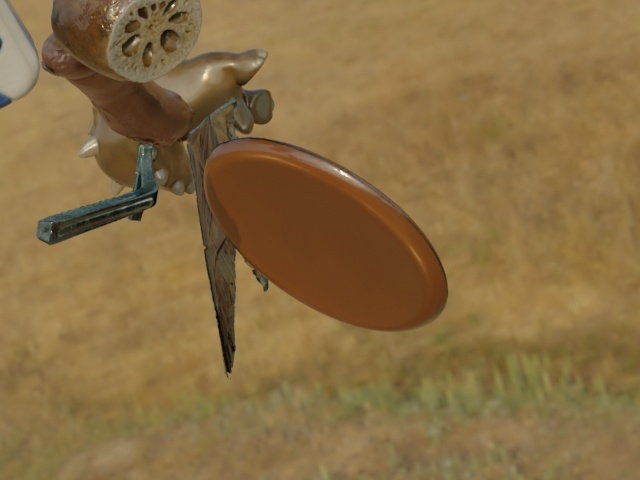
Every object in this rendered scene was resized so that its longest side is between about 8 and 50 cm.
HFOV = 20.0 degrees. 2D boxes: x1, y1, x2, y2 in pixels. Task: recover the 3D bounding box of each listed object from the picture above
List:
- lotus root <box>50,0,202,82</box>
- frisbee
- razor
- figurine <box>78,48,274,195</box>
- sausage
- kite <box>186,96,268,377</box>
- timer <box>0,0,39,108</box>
[{"bbox_3d":[-0.159,-0.186,1.515,0.122,0.112,0.081,-19,44,-40],"label":"lotus root"},{"bbox_3d":[0.000,0.000,1.610,0.251,0.251,0.021,3,48,46],"label":"frisbee"},{"bbox_3d":[-0.162,-0.026,1.370,0.033,0.066,0.190,16,16,15],"label":"razor"},{"bbox_3d":[-0.192,-0.145,2.379,0.247,0.177,0.173,2,61,5],"label":"figurine"},{"bbox_3d":[-0.208,-0.158,1.844,0.078,0.078,0.304,-13,-18,13],"label":"sausage"},{"bbox_3d":[-0.094,-0.016,1.832,0.011,0.314,0.335,-6,60,11],"label":"kite"},{"bbox_3d":[-0.339,-0.189,1.354,0.178,0.253,0.078,-26,33,1],"label":"timer"}]
